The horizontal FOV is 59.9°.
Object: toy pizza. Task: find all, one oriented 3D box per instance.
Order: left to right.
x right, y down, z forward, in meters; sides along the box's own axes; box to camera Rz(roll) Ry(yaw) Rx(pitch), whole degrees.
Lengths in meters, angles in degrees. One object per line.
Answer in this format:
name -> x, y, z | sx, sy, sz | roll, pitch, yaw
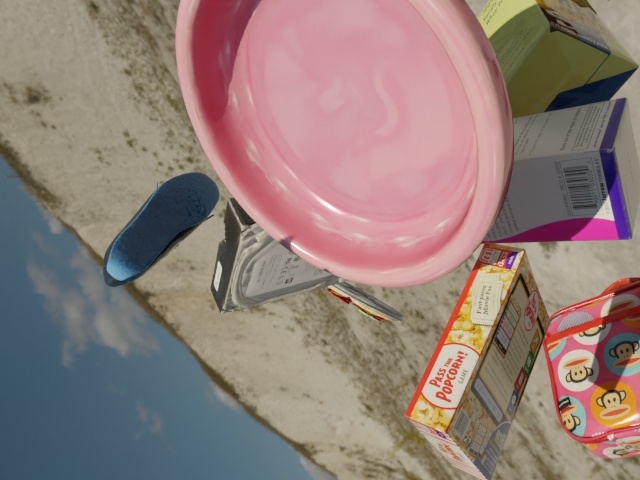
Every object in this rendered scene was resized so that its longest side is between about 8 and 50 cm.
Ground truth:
toy pizza -> 0.088, 0.132, 1.192 | 0.201, 0.032, 0.201 | 28, -178, -1

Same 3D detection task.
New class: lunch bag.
lunch bag -> 0.481, 0.158, 0.803 | 0.120, 0.293, 0.258 | 36, -139, -28

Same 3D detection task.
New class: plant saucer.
plant saucer -> 0.016, -0.111, 0.495 | 0.332, 0.084, 0.332 | 26, 138, 26

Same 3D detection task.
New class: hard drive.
hard drive -> 0.000, 0.000, 0.909 | 0.064, 0.338, 0.237 | 60, 147, 28

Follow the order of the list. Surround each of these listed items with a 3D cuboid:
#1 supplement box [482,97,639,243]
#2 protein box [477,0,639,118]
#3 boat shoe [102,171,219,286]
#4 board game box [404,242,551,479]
supplement box -> 0.234, -0.071, 0.639 | 0.220, 0.114, 0.111 | -3, 127, 39
protein box -> 0.286, -0.233, 0.778 | 0.135, 0.200, 0.201 | 17, -137, -15
boat shoe -> -0.269, -0.027, 0.909 | 0.109, 0.258, 0.089 | 48, 135, -5
board game box -> 0.168, 0.123, 0.559 | 0.045, 0.194, 0.147 | 12, 151, 40
